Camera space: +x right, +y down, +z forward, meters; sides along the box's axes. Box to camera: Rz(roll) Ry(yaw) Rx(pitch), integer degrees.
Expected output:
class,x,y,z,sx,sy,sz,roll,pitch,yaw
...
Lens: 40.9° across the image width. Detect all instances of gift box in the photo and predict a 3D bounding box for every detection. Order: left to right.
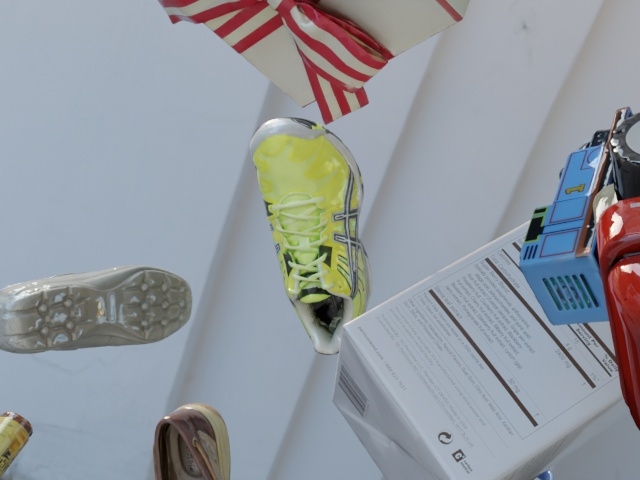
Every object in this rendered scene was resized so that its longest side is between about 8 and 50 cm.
class,x,y,z,sx,sy,sz,roll,pitch,yaw
gift box,-0.003,-0.282,0.813,0.255,0.276,0.258,35,56,-21

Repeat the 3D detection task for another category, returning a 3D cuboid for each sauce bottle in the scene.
class,x,y,z,sx,sy,sz,roll,pitch,yaw
sauce bottle,-0.341,0.231,0.863,0.042,0.042,0.128,23,44,6

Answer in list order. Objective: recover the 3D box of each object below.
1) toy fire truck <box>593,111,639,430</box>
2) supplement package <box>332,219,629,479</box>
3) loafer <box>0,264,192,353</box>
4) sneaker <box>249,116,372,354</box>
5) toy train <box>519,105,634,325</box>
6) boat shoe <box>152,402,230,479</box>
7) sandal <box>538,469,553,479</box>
class,x,y,z,sx,sy,sz,roll,pitch,yaw
toy fire truck,0.218,0.061,0.296,0.217,0.158,0.246,-8,32,19
supplement package,0.181,0.111,0.789,0.293,0.177,0.175,-27,63,-18
loafer,-0.298,0.086,1.116,0.112,0.112,0.319,1,-1,35
sneaker,0.000,0.000,1.222,0.145,0.384,0.147,-11,37,14
toy train,0.211,-0.022,0.610,0.105,0.080,0.184,-9,38,37
boat shoe,-0.167,0.396,1.156,0.123,0.341,0.123,-9,-5,12
sandal,0.236,0.275,1.234,0.126,0.138,0.317,-21,78,-36
